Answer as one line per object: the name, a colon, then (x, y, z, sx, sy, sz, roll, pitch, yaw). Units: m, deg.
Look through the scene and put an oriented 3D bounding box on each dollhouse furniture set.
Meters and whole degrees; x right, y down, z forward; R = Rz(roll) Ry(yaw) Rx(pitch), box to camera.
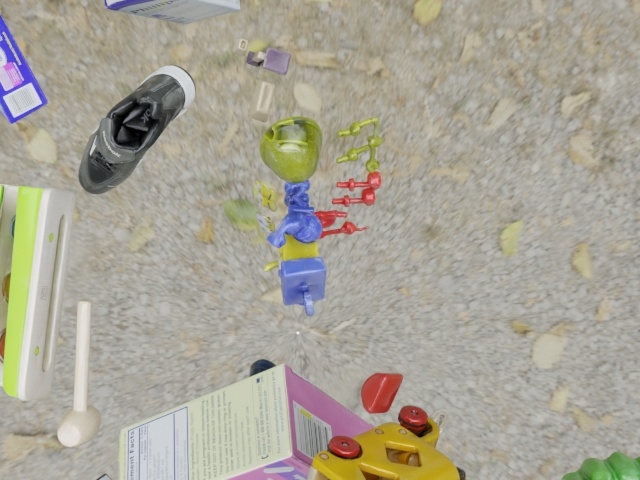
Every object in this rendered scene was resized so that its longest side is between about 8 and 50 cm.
dollhouse furniture set: (-0.114, -0.249, 1.616, 0.091, 0.081, 0.114, 15, 83, -23)

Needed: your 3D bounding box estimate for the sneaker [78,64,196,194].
sneaker: (-0.261, -0.132, 1.329, 0.078, 0.106, 0.234, 46, 122, -6)

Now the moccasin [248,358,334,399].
moccasin: (-0.032, 0.288, 1.650, 0.138, 0.342, 0.117, -6, 61, 10)

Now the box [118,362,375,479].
box: (-0.080, 0.276, 1.222, 0.243, 0.213, 0.117, -24, 50, 22)

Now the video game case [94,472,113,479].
video game case: (-0.316, 0.482, 1.426, 0.248, 0.275, 0.035, 39, 127, 17)

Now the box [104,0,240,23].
box: (-0.149, -0.287, 0.999, 0.072, 0.137, 0.126, -7, 90, 28)

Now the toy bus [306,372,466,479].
toy bus: (0.072, 0.223, 0.897, 0.104, 0.191, 0.202, 30, 73, 35)

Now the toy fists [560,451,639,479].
toy fists: (0.315, 0.368, 1.269, 0.279, 0.096, 0.142, -29, 88, 1)

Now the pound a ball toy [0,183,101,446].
pound a ball toy: (-0.366, 0.091, 1.329, 0.208, 0.136, 0.319, 6, 90, 7)

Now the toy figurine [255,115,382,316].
toy figurine: (0.000, 0.000, 1.514, 0.191, 0.362, 0.217, 0, 63, -4)

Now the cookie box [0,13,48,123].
cookie box: (-0.290, -0.160, 0.903, 0.040, 0.107, 0.092, -32, 119, -16)
